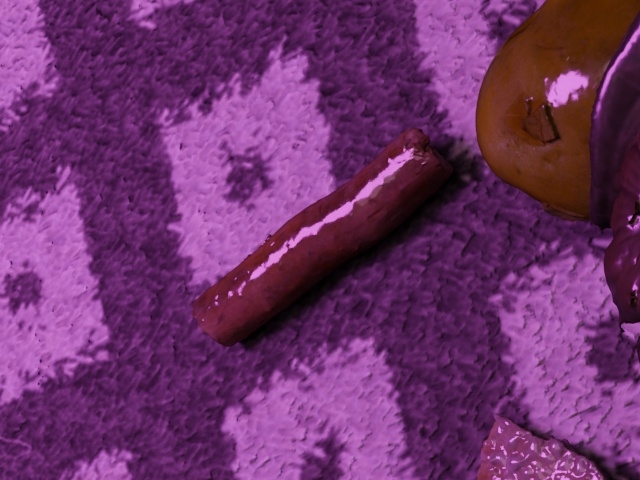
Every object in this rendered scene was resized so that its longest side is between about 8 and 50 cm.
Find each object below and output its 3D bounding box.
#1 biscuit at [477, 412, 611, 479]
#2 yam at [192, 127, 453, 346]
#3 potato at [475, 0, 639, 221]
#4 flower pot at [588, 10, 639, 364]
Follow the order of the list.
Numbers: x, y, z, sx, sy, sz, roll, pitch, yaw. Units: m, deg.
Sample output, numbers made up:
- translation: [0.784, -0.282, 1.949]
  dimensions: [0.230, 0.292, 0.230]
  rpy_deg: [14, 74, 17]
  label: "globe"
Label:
- translation: [0.187, 0.219, 1.220]
  dimensions: [0.250, 0.032, 0.133]
  rpy_deg: [27, 96, 37]
  label: "biscuit"
- translation: [0.000, 0.000, 1.403]
  dimensions: [0.241, 0.056, 0.057]
  rpy_deg: [-38, 59, 25]
  label: "yam"
- translation: [0.211, -0.116, 1.218]
  dimensions: [0.253, 0.148, 0.186]
  rpy_deg: [-27, 39, 36]
  label: "potato"
- translation: [0.280, -0.014, 1.048]
  dimensions: [0.302, 0.301, 0.213]
  rpy_deg: [-43, 51, 20]
  label: "flower pot"
